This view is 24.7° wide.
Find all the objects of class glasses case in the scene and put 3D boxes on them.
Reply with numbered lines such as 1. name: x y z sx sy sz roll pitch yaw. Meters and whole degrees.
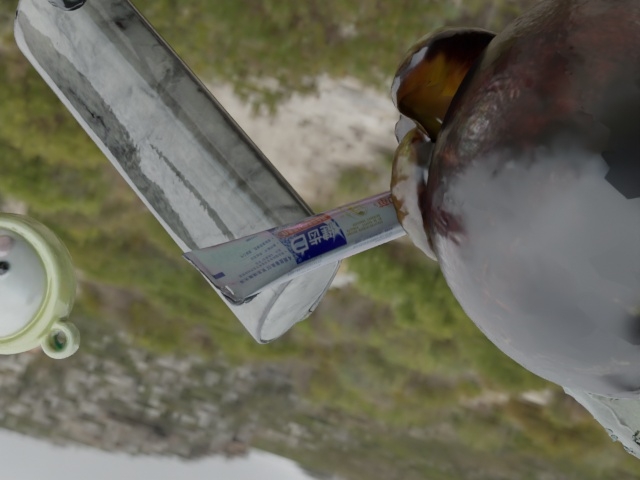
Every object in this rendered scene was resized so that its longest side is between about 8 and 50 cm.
1. glasses case: -0.104 -0.070 1.013 0.060 0.114 0.299 -27 -112 -37

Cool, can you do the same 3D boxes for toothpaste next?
1. toothpaste: 0.000 0.000 0.813 0.170 0.028 0.045 -19 -125 -43

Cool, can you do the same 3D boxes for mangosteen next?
1. mangosteen: 0.145 -0.034 0.791 0.265 0.228 0.228 16 176 40

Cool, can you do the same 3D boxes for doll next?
1. doll: -0.289 -0.019 1.101 0.296 0.141 0.117 42 -177 17

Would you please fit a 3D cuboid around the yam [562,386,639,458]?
1. yam: 0.308 0.079 1.152 0.348 0.241 0.241 45 -179 8

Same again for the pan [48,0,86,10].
1. pan: -0.142 -0.261 0.911 0.136 0.235 0.028 9 -172 -33
